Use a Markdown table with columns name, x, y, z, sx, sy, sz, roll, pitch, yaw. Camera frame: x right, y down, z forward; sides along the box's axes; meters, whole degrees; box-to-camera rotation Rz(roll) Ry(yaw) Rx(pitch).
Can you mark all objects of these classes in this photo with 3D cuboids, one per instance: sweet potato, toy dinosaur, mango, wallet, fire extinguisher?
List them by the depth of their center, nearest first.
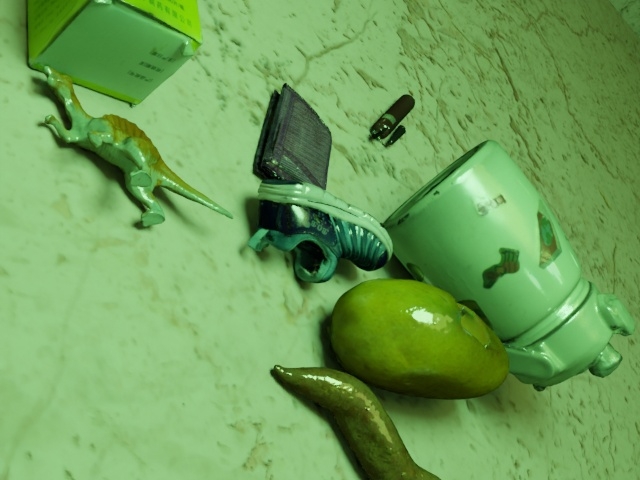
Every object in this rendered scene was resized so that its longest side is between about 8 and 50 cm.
| name | x | y | z | sx | sy | sz | roll | pitch | yaw |
| --- | --- | --- | --- | --- | --- | --- | --- | --- | --- |
| toy dinosaur | -0.194 | -0.087 | 0.868 | 0.212 | 0.057 | 0.142 | 30 | 25 | -51 |
| sweet potato | 0.059 | 0.223 | 0.946 | 0.281 | 0.067 | 0.059 | 50 | -1 | -7 |
| mango | 0.126 | 0.127 | 1.019 | 0.262 | 0.167 | 0.130 | 28 | 61 | -42 |
| wallet | -0.028 | -0.119 | 1.096 | 0.111 | 0.030 | 0.166 | 38 | 41 | -29 |
| fire extinguisher | 0.114 | -0.183 | 1.319 | 0.173 | 0.035 | 0.049 | -49 | 144 | -53 |

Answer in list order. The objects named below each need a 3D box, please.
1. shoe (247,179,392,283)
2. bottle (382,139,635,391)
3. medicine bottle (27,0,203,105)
| name | x | y | z | sx | sy | sz | roll | pitch | yaw |
| --- | --- | --- | --- | --- | --- | --- | --- | --- | --- |
| shoe | 0.000 | 0.000 | 1.011 | 0.207 | 0.091 | 0.106 | 22 | 81 | -39 |
| bottle | 0.258 | 0.058 | 1.161 | 0.352 | 0.229 | 0.229 | 50 | 36 | -4 |
| medicine bottle | -0.220 | -0.292 | 0.889 | 0.137 | 0.141 | 0.250 | 14 | 56 | -42 |
